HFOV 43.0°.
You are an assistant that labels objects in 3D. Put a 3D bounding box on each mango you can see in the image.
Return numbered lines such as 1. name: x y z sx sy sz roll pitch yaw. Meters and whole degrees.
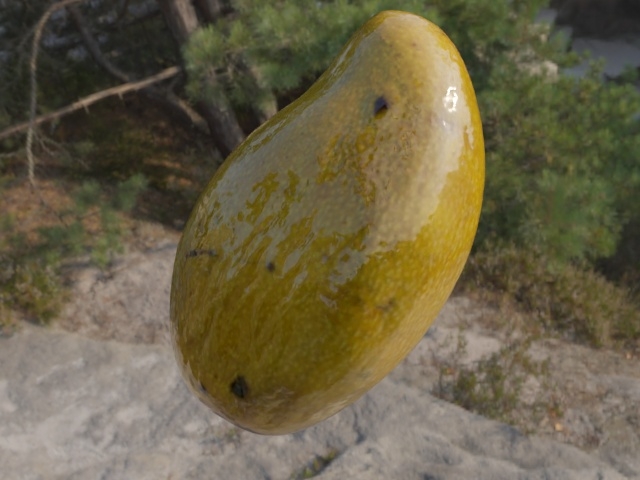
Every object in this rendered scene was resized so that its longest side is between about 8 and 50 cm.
1. mango: -0.004 0.001 0.453 0.109 0.262 0.157 -3 38 -45
